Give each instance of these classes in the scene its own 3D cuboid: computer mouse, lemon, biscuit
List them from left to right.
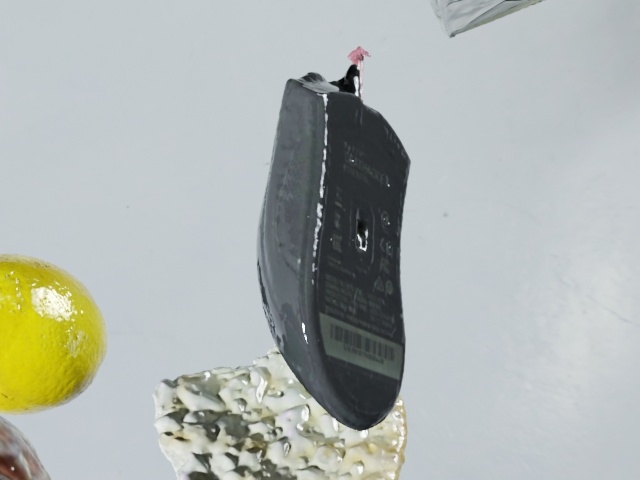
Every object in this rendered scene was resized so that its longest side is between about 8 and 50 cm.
[{"bbox_3d":[-0.429,0.133,1.828,0.236,0.263,0.235,4,100,25],"label":"lemon"},{"bbox_3d":[-0.033,0.145,0.936,0.188,0.265,0.040,16,132,11],"label":"biscuit"},{"bbox_3d":[0.000,0.000,0.910,0.088,0.147,0.264,-4,69,30],"label":"computer mouse"}]

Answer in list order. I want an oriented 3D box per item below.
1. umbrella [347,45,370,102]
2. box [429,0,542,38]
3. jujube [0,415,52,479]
[{"bbox_3d":[0.039,-0.165,1.557,0.025,0.027,0.165,16,61,-19],"label":"umbrella"},{"bbox_3d":[0.107,-0.215,0.693,0.155,0.231,0.148,-21,91,7],"label":"box"},{"bbox_3d":[-0.321,0.237,0.986,0.247,0.215,0.308,-25,126,25],"label":"jujube"}]
